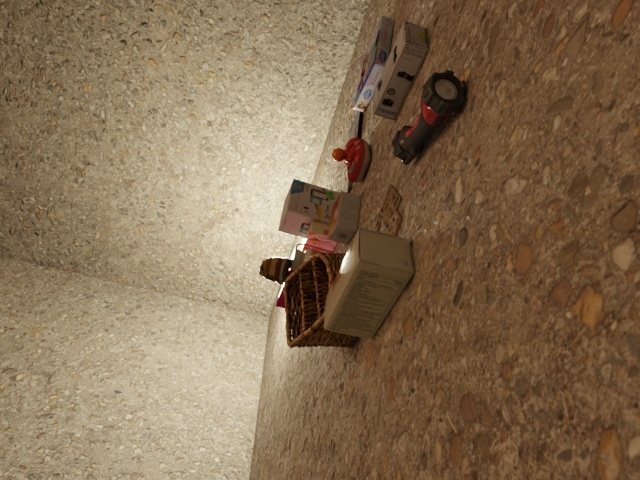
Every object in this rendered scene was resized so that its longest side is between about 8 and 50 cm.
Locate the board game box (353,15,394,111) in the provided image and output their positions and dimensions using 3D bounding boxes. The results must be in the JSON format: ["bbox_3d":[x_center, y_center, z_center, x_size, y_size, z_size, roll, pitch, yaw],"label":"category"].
[{"bbox_3d":[0.253,-0.844,2.323,0.318,0.066,0.317,121,161,-61],"label":"board game box"}]

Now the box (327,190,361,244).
[{"bbox_3d":[0.098,-0.092,1.990,0.130,0.091,0.170,119,163,-58],"label":"box"}]

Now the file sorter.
[{"bbox_3d":[-0.063,0.176,2.208,0.290,0.202,0.182,114,168,-46],"label":"file sorter"}]

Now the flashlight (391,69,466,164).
[{"bbox_3d":[0.271,-0.320,1.276,0.103,0.103,0.304,-51,0,-19],"label":"flashlight"}]

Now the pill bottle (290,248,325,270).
[{"bbox_3d":[-0.017,0.103,2.008,0.117,0.209,0.117,-166,90,-81],"label":"pill bottle"}]

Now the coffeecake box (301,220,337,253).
[{"bbox_3d":[0.000,0.000,2.281,0.185,0.143,0.068,116,165,-54],"label":"coffeecake box"}]

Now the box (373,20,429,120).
[{"bbox_3d":[0.278,-0.595,1.703,0.290,0.087,0.169,113,168,-45],"label":"box"}]

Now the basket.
[{"bbox_3d":[-0.001,0.179,1.567,0.299,0.223,0.213,-95,11,-46],"label":"basket"}]

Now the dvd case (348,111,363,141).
[{"bbox_3d":[0.176,-0.541,2.459,0.180,0.022,0.252,116,166,-53],"label":"dvd case"}]

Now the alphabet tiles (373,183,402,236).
[{"bbox_3d":[0.210,-0.055,1.510,0.237,0.009,0.198,-100,26,-68],"label":"alphabet tiles"}]

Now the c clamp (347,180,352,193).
[{"bbox_3d":[0.150,-0.288,2.229,0.137,0.022,0.160,-82,8,-63],"label":"c clamp"}]

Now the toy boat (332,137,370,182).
[{"bbox_3d":[0.123,-0.357,2.069,0.231,0.151,0.151,-90,17,-57],"label":"toy boat"}]

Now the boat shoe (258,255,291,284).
[{"bbox_3d":[-0.200,0.117,2.061,0.324,0.120,0.122,133,149,-77],"label":"boat shoe"}]

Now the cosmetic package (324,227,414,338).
[{"bbox_3d":[0.123,0.123,1.307,0.129,0.153,0.296,-86,15,-46],"label":"cosmetic package"}]

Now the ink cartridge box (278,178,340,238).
[{"bbox_3d":[-0.041,-0.135,2.345,0.197,0.270,0.198,120,162,-55],"label":"ink cartridge box"}]
